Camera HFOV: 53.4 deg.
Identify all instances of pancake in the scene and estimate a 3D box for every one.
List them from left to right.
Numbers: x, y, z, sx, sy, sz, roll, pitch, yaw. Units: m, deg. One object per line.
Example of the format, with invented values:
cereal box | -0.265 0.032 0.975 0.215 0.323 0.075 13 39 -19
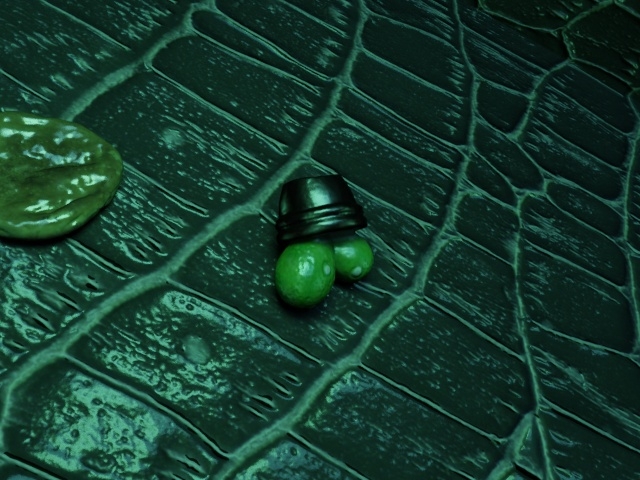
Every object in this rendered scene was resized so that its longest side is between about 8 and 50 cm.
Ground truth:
pancake | -0.495 -0.120 1.104 0.295 0.049 0.294 12 50 -16

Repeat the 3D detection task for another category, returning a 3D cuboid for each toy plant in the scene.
toy plant | 0.000 0.000 1.185 0.218 0.175 0.234 -10 86 -38
